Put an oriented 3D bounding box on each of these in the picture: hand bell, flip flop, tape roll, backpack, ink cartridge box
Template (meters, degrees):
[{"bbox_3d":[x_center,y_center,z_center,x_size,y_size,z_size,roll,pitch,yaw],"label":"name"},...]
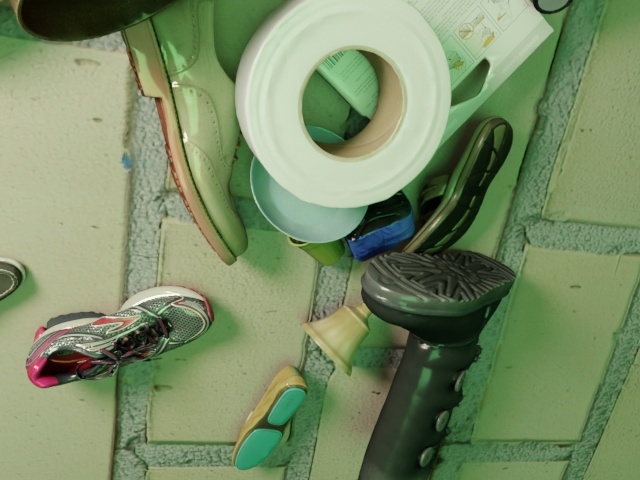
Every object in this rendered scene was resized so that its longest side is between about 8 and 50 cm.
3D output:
[{"bbox_3d":[0.094,0.109,1.017,0.242,0.126,0.126,-43,114,-5],"label":"hand bell"},{"bbox_3d":[0.216,-0.084,0.959,0.112,0.080,0.277,-1,123,-46],"label":"flip flop"},{"bbox_3d":[0.031,-0.192,0.783,0.286,0.100,0.286,-6,113,-14],"label":"tape roll"},{"bbox_3d":[0.093,-0.030,0.952,0.120,0.098,0.101,-26,144,0],"label":"backpack"},{"bbox_3d":[0.157,-0.302,0.867,0.261,0.066,0.296,41,100,-24],"label":"ink cartridge box"}]

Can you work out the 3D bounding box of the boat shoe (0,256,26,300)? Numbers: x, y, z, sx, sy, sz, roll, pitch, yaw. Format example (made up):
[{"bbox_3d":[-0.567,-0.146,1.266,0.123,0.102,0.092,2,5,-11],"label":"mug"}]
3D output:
[{"bbox_3d":[-0.568,0.088,0.874,0.227,0.069,0.081,-16,114,-5],"label":"boat shoe"}]

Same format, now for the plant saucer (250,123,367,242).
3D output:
[{"bbox_3d":[-0.018,-0.085,0.900,0.194,0.037,0.195,6,73,-19],"label":"plant saucer"}]

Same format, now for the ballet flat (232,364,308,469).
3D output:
[{"bbox_3d":[-0.094,0.327,1.073,0.080,0.073,0.232,24,112,-29],"label":"ballet flat"}]

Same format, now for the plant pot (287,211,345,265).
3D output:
[{"bbox_3d":[0.000,0.000,0.959,0.083,0.083,0.079,-36,127,4],"label":"plant pot"}]

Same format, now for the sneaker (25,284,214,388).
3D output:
[{"bbox_3d":[-0.317,0.166,0.936,0.299,0.112,0.121,-18,114,-5],"label":"sneaker"}]

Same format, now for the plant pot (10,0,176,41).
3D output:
[{"bbox_3d":[-0.262,-0.368,0.598,0.215,0.215,0.231,-27,95,0],"label":"plant pot"}]

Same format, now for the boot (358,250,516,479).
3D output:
[{"bbox_3d":[0.145,0.247,0.987,0.366,0.146,0.446,0,117,-44],"label":"boot"}]

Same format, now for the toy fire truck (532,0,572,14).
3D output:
[{"bbox_3d":[0.341,-0.461,0.741,0.217,0.159,0.246,24,147,-34],"label":"toy fire truck"}]

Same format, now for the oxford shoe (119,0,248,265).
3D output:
[{"bbox_3d":[-0.155,-0.149,0.830,0.146,0.140,0.397,-21,118,-13],"label":"oxford shoe"}]
